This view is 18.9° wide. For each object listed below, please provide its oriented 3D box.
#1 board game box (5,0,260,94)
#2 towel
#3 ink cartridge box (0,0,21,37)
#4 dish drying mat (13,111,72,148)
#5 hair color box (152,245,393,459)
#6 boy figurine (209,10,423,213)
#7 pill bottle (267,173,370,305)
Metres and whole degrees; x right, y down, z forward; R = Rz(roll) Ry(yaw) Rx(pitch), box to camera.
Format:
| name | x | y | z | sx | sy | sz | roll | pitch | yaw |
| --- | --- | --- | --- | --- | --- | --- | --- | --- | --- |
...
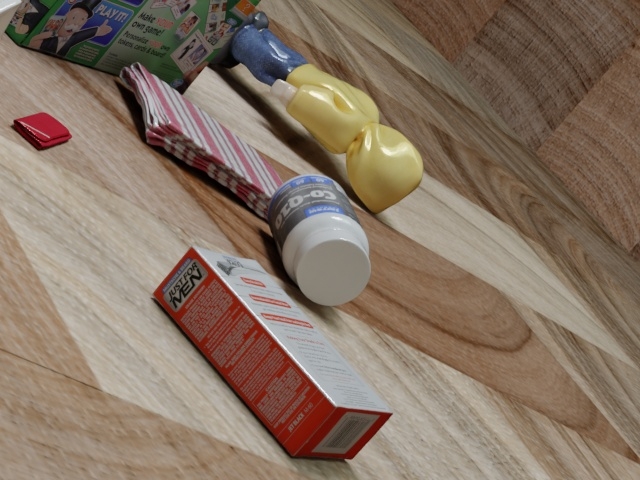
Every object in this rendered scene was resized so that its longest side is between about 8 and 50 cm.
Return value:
| name | x | y | z | sx | sy | sz | roll | pitch | yaw |
| --- | --- | --- | --- | --- | --- | --- | --- | --- | --- |
| board game box | -0.148 | -0.250 | 1.811 | 0.046 | 0.213 | 0.317 | 45 | 13 | 19 |
| towel | -0.102 | -0.084 | 1.816 | 0.197 | 0.029 | 0.144 | 36 | 13 | -31 |
| ink cartridge box | -0.324 | -0.195 | 1.347 | 0.198 | 0.067 | 0.115 | 42 | 36 | 6 |
| dish drying mat | -0.219 | -0.088 | 1.515 | 0.032 | 0.008 | 0.083 | 40 | 12 | 1 |
| hair color box | -0.035 | 0.081 | 1.377 | 0.167 | 0.053 | 0.093 | 48 | 16 | 25 |
| boy figurine | 0.002 | -0.147 | 2.191 | 0.285 | 0.092 | 0.177 | 44 | 12 | 9 |
| pill bottle | 0.000 | 0.000 | 1.700 | 0.078 | 0.078 | 0.137 | 36 | 13 | -23 |
